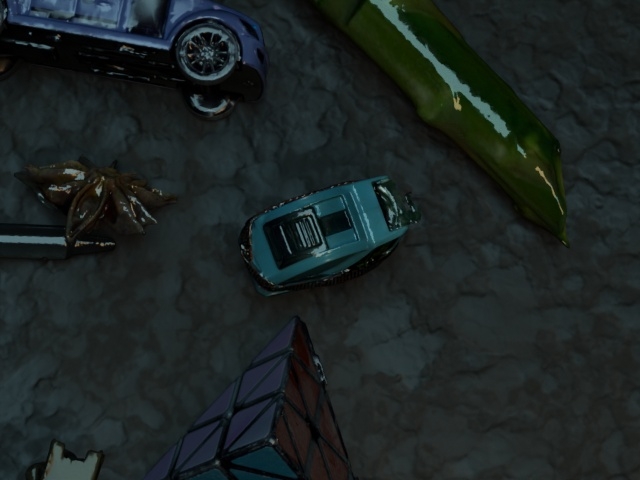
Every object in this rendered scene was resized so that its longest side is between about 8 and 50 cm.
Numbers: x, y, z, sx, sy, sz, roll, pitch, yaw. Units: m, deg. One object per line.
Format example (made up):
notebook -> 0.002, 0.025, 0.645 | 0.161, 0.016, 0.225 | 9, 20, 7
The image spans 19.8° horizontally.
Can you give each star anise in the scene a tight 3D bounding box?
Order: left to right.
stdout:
star anise -> -0.176, -0.034, 1.544 | 0.129, 0.056, 0.124 | -6, 35, -35

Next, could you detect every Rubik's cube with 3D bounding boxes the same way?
Rubik's cube -> -0.075, 0.166, 1.530 | 0.178, 0.211, 0.190 | -17, 47, 15

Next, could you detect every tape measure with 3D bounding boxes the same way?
tape measure -> 0.000, 0.000, 1.520 | 0.146, 0.125, 0.081 | -18, 83, -18

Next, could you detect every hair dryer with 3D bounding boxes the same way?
hair dryer -> -0.277, -0.019, 1.555 | 0.195, 0.050, 0.173 | -11, 81, -9

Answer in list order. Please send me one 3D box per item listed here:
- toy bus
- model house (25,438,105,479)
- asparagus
toy bus -> -0.183, -0.195, 1.548 | 0.292, 0.125, 0.133 | 10, 79, 1
model house -> -0.197, 0.282, 1.417 | 0.204, 0.211, 0.243 | 15, 79, -1
asparagus -> 0.110, -0.134, 1.573 | 0.343, 0.082, 0.085 | 44, 77, 4
